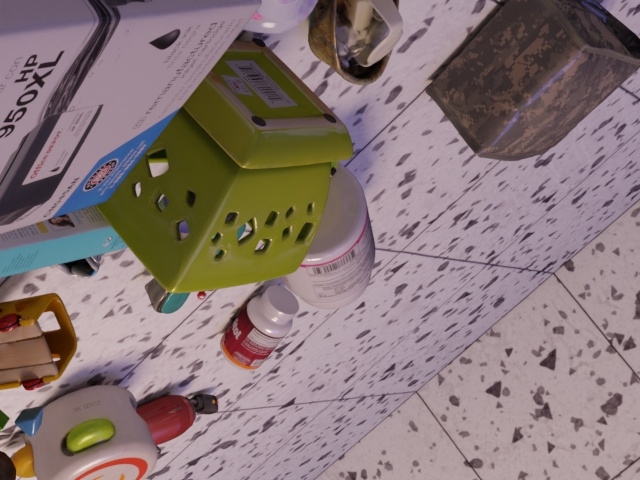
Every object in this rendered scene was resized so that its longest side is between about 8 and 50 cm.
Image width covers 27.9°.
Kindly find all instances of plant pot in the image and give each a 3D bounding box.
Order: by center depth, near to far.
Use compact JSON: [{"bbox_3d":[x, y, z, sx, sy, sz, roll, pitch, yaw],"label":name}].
[{"bbox_3d":[-0.112,-0.098,1.450,0.227,0.228,0.207,-9,139,-52],"label":"plant pot"}]

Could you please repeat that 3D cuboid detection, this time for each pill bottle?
[{"bbox_3d":[0.000,0.000,1.931,0.160,0.160,0.283,-34,160,-7],"label":"pill bottle"},{"bbox_3d":[-0.102,0.147,2.200,0.086,0.086,0.152,-12,148,-49],"label":"pill bottle"}]

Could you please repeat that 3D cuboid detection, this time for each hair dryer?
[{"bbox_3d":[-0.312,0.361,2.336,0.223,0.080,0.293,-40,160,11],"label":"hair dryer"}]

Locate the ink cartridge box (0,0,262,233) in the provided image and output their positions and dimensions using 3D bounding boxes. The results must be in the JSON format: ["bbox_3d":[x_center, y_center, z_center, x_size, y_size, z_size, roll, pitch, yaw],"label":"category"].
[{"bbox_3d":[-0.273,-0.139,1.061,0.285,0.166,0.395,-47,169,30],"label":"ink cartridge box"}]

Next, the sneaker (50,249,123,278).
[{"bbox_3d":[-0.292,0.014,1.597,0.071,0.083,0.190,-46,159,21],"label":"sneaker"}]

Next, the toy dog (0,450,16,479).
[{"bbox_3d":[-0.559,0.383,1.699,0.408,0.284,0.395,-52,170,36],"label":"toy dog"}]

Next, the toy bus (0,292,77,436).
[{"bbox_3d":[-0.408,0.130,1.617,0.191,0.202,0.104,-56,-174,27],"label":"toy bus"}]

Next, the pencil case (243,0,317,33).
[{"bbox_3d":[-0.060,-0.309,1.207,0.273,0.113,0.124,82,20,-68],"label":"pencil case"}]

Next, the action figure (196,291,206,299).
[{"bbox_3d":[-0.152,0.052,1.993,0.115,0.030,0.038,-42,164,21],"label":"action figure"}]

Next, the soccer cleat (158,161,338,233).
[{"bbox_3d":[-0.097,-0.085,1.732,0.289,0.093,0.121,-25,-172,-40],"label":"soccer cleat"}]

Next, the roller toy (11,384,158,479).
[{"bbox_3d":[-0.372,0.328,2.068,0.209,0.146,0.191,-44,148,26],"label":"roller toy"}]

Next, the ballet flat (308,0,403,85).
[{"bbox_3d":[0.055,-0.293,1.438,0.123,0.123,0.348,-29,159,-19],"label":"ballet flat"}]

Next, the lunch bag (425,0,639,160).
[{"bbox_3d":[0.339,-0.246,1.935,0.235,0.169,0.287,-47,153,26],"label":"lunch bag"}]

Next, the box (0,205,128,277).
[{"bbox_3d":[-0.321,-0.023,1.437,0.244,0.100,0.060,-14,151,-45],"label":"box"}]

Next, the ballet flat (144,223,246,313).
[{"bbox_3d":[-0.183,0.017,1.802,0.072,0.068,0.213,-2,141,-48],"label":"ballet flat"}]
